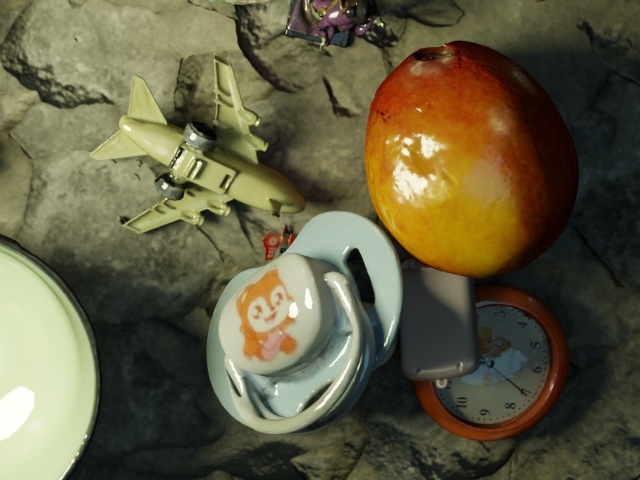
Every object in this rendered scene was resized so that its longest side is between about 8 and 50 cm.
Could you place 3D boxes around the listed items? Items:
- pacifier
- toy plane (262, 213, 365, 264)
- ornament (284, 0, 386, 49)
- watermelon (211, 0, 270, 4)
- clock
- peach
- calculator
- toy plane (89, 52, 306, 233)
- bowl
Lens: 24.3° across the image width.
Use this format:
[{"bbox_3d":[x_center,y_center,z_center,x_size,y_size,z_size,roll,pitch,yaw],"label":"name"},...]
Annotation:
[{"bbox_3d":[0.011,0.114,1.765,0.299,0.244,0.233,-36,152,28],"label":"pacifier"},{"bbox_3d":[0.000,0.000,1.821,0.145,0.037,0.060,1,111,-15],"label":"toy plane"},{"bbox_3d":[0.032,-0.258,1.696,0.081,0.203,0.088,6,98,-20],"label":"ornament"},{"bbox_3d":[-0.058,-0.343,1.699,0.098,0.158,0.121,17,70,-13],"label":"watermelon"},{"bbox_3d":[0.215,0.155,1.884,0.205,0.051,0.205,-1,100,-8],"label":"clock"},{"bbox_3d":[0.167,-0.096,1.725,0.281,0.238,0.281,4,81,-29],"label":"peach"},{"bbox_3d":[0.144,0.096,1.826,0.100,0.032,0.175,-8,75,17],"label":"calculator"},{"bbox_3d":[-0.131,-0.090,1.751,0.256,0.104,0.242,28,109,-8],"label":"toy plane"},{"bbox_3d":[-0.426,0.141,1.686,0.354,0.185,0.354,-2,101,-11],"label":"bowl"}]
